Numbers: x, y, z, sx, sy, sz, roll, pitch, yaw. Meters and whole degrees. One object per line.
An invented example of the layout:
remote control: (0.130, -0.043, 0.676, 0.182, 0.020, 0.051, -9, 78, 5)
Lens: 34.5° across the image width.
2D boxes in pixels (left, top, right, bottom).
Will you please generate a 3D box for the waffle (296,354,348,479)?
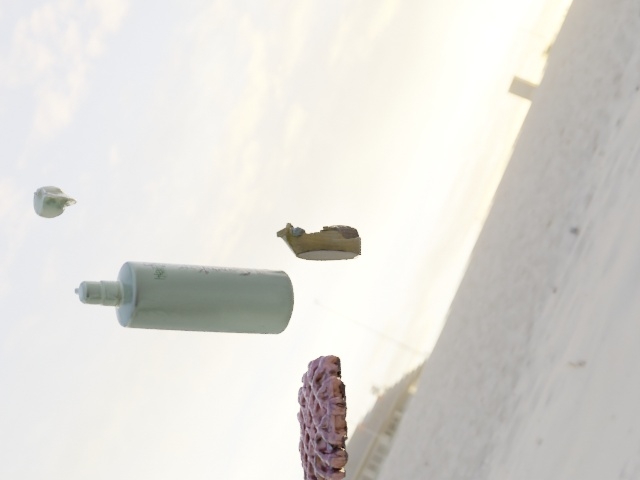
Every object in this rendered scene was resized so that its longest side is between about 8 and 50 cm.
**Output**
waffle: (0.001, 0.291, 1.622, 0.234, 0.056, 0.221, 122, 146, -62)

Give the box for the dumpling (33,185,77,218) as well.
dumpling: (-0.369, -0.054, 1.435, 0.077, 0.060, 0.043, 122, 144, -47)

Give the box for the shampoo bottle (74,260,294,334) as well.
shampoo bottle: (-0.165, 0.070, 1.273, 0.085, 0.263, 0.085, -17, 70, 61)

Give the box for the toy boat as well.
toy boat: (0.000, 0.000, 1.417, 0.149, 0.048, 0.047, 4, -24, -44)
